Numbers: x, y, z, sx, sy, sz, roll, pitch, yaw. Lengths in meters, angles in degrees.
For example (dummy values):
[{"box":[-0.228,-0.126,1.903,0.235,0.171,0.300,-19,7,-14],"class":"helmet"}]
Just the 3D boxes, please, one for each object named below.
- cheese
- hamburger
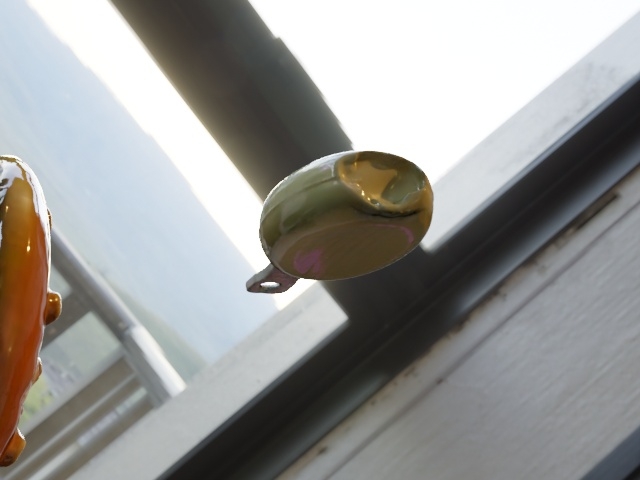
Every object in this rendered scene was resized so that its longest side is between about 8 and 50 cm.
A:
[{"box":[0.000,0.000,0.910,0.227,0.137,0.064,-42,-131,51],"class":"cheese"},{"box":[-0.410,0.070,1.072,0.277,0.396,0.395,13,9,-24],"class":"hamburger"}]
